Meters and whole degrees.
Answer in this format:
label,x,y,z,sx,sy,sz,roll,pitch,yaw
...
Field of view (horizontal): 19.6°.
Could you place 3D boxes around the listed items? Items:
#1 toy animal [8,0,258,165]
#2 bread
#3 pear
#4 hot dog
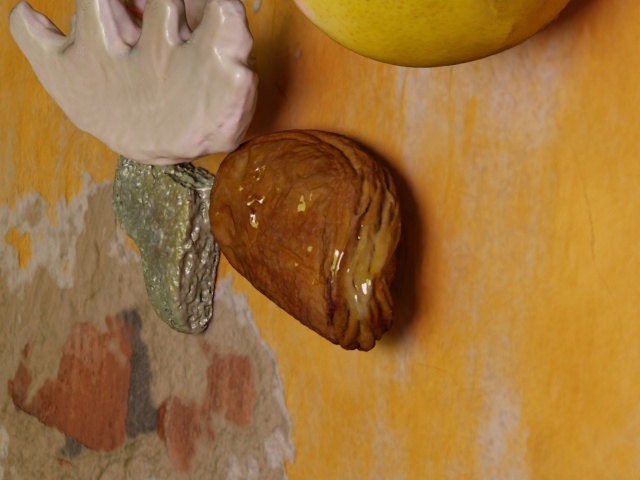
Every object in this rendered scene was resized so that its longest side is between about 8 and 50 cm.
label,x,y,z,sx,sy,sz,roll,pitch,yaw
toy animal,-0.138,-0.196,1.898,0.308,0.188,0.266,-36,70,42
bread,-0.162,-0.014,2.028,0.172,0.064,0.232,-35,69,47
pear,0.068,-0.291,1.554,0.336,0.285,0.285,8,101,18
hot dog,0.000,0.000,1.796,0.272,0.122,0.196,28,118,53
